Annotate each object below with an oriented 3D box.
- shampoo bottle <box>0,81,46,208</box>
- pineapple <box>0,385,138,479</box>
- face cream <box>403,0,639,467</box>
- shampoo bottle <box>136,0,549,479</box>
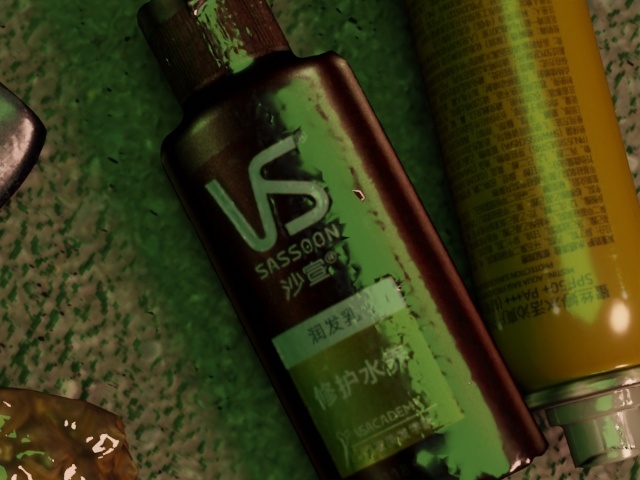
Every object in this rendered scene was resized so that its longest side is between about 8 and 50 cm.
[{"bbox_3d":[-0.252,0.002,0.918,0.087,0.049,0.233,40,76,-2],"label":"shampoo bottle"},{"bbox_3d":[-0.190,0.242,0.831,0.169,0.169,0.340,11,81,-7],"label":"pineapple"},{"bbox_3d":[0.123,-0.044,0.962,0.105,0.105,0.348,-11,81,-11],"label":"face cream"},{"bbox_3d":[0.000,0.000,0.937,0.129,0.084,0.323,-28,84,17],"label":"shampoo bottle"}]
